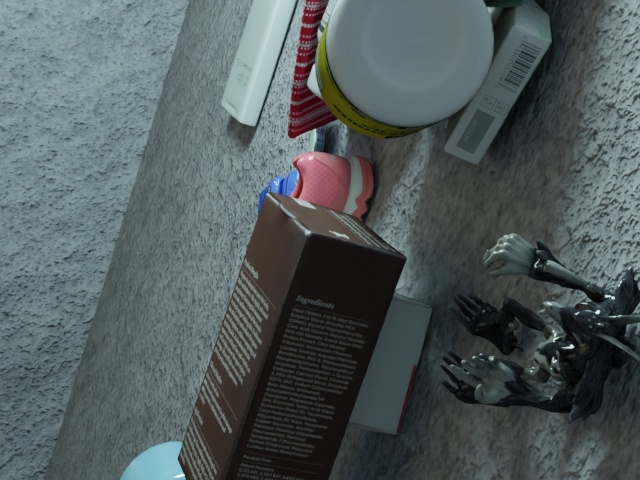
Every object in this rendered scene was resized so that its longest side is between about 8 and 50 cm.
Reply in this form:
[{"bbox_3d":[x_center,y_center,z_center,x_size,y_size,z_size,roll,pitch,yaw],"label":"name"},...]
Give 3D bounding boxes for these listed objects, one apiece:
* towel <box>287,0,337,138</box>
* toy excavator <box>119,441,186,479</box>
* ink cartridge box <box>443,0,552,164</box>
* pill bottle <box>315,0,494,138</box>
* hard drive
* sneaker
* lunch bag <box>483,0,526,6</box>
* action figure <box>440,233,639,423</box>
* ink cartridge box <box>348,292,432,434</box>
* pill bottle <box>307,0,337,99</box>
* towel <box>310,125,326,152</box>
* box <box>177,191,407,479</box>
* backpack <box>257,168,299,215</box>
[{"bbox_3d":[0.022,-0.305,1.803,0.199,0.031,0.274,-29,-47,-55],"label":"towel"},{"bbox_3d":[-0.156,0.344,1.716,0.222,0.433,0.445,-143,41,-70],"label":"toy excavator"},{"bbox_3d":[0.219,-0.220,1.449,0.224,0.056,0.181,-70,7,-58],"label":"ink cartridge box"},{"bbox_3d":[0.090,-0.222,1.436,0.334,0.188,0.187,-156,81,-86],"label":"pill bottle"},{"bbox_3d":[-0.127,-0.438,2.537,0.233,0.047,0.353,-133,60,-68],"label":"hard drive"},{"bbox_3d":[-0.028,0.007,1.797,0.116,0.136,0.313,-142,68,-70],"label":"sneaker"},{"bbox_3d":[0.189,-0.403,1.421,0.223,0.160,0.262,-62,23,-5],"label":"lunch bag"},{"bbox_3d":[0.198,0.092,1.110,0.276,0.141,0.164,-29,37,66],"label":"action figure"},{"bbox_3d":[0.039,0.141,1.562,0.237,0.100,0.172,-163,89,-70],"label":"ink cartridge box"},{"bbox_3d":[0.090,-0.326,1.683,0.162,0.162,0.278,-114,43,-61],"label":"pill bottle"},{"bbox_3d":[-0.002,-0.207,1.984,0.152,0.023,0.113,98,175,-53],"label":"towel"},{"bbox_3d":[-0.044,0.152,1.435,0.191,0.143,0.381,-135,60,-66],"label":"box"},{"bbox_3d":[-0.043,-0.061,1.948,0.120,0.101,0.098,-36,49,56],"label":"backpack"}]
